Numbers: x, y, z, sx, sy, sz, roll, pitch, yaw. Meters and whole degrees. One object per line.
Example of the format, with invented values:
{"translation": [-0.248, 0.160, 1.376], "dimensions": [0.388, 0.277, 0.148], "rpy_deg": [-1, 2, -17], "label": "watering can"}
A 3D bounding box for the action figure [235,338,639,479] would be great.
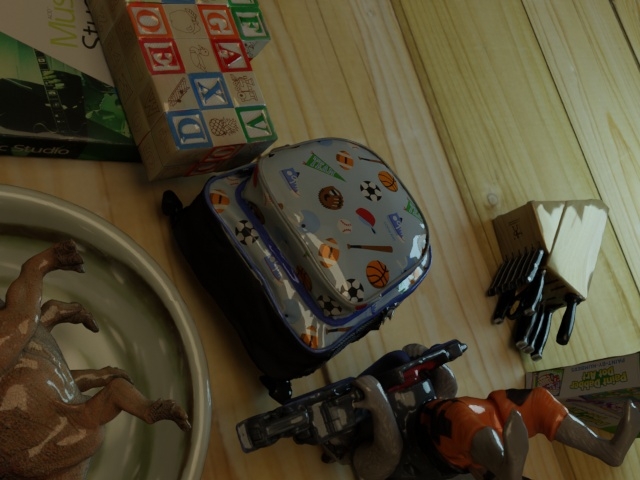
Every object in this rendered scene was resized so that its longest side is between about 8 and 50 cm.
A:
{"translation": [0.095, 0.211, 0.678], "dimensions": [0.341, 0.330, 0.178], "rpy_deg": [-10, 87, -38], "label": "action figure"}

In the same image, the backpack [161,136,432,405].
{"translation": [0.000, 0.000, 0.782], "dimensions": [0.263, 0.213, 0.276], "rpy_deg": [-27, 84, -48], "label": "backpack"}

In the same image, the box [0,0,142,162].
{"translation": [-0.308, -0.206, 0.742], "dimensions": [0.322, 0.058, 0.232], "rpy_deg": [-2, 72, -34], "label": "box"}

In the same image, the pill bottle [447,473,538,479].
{"translation": [0.289, 0.423, 0.783], "dimensions": [0.392, 0.224, 0.224], "rpy_deg": [33, 56, -19], "label": "pill bottle"}

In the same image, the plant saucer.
{"translation": [-0.297, 0.150, 0.580], "dimensions": [0.400, 0.100, 0.400], "rpy_deg": [13, 64, -29], "label": "plant saucer"}

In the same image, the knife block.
{"translation": [0.384, 0.059, 1.078], "dimensions": [0.275, 0.088, 0.242], "rpy_deg": [-4, 74, -35], "label": "knife block"}

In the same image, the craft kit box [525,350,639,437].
{"translation": [0.479, 0.229, 0.973], "dimensions": [0.250, 0.246, 0.061], "rpy_deg": [22, 64, -24], "label": "craft kit box"}

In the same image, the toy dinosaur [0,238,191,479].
{"translation": [-0.240, 0.123, 0.495], "dimensions": [0.200, 0.127, 0.296], "rpy_deg": [-31, 84, -31], "label": "toy dinosaur"}

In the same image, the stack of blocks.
{"translation": [-0.152, -0.228, 0.767], "dimensions": [0.171, 0.087, 0.297], "rpy_deg": [-14, 79, -38], "label": "stack of blocks"}
